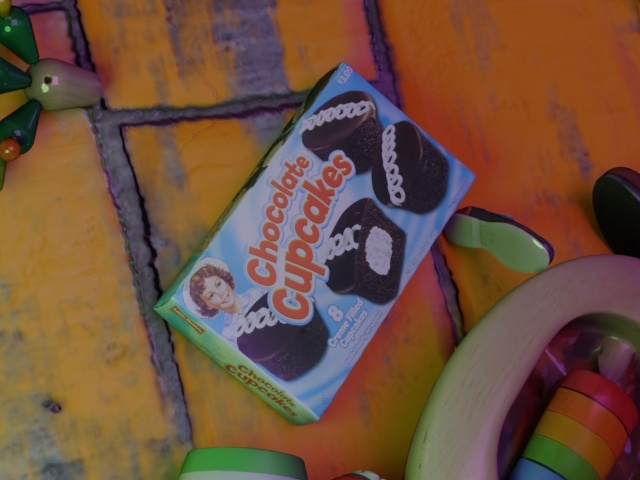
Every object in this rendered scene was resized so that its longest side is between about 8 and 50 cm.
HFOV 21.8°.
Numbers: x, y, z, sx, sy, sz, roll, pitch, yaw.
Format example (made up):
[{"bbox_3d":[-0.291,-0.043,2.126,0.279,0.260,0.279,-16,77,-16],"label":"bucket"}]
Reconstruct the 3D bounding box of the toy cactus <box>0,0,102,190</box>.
[{"bbox_3d":[-0.288,-0.142,1.527,0.180,0.112,0.219,3,72,-45],"label":"toy cactus"}]

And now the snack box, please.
[{"bbox_3d":[0.000,0.000,1.638,0.187,0.060,0.322,40,63,-11],"label":"snack box"}]

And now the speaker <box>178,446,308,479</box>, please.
[{"bbox_3d":[-0.077,0.339,1.474,0.131,0.131,0.296,11,72,-23],"label":"speaker"}]

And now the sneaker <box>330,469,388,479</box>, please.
[{"bbox_3d":[0.036,0.319,1.462,0.118,0.107,0.279,0,45,-19],"label":"sneaker"}]

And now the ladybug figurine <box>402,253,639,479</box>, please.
[{"bbox_3d":[0.223,0.214,1.633,0.305,0.162,0.449,45,62,-10],"label":"ladybug figurine"}]

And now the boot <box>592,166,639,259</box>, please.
[{"bbox_3d":[0.447,-0.070,1.857,0.264,0.096,0.280,38,63,-12],"label":"boot"}]

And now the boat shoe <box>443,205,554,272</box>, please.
[{"bbox_3d":[0.188,-0.004,1.698,0.043,0.137,0.049,-19,118,-40],"label":"boat shoe"}]
